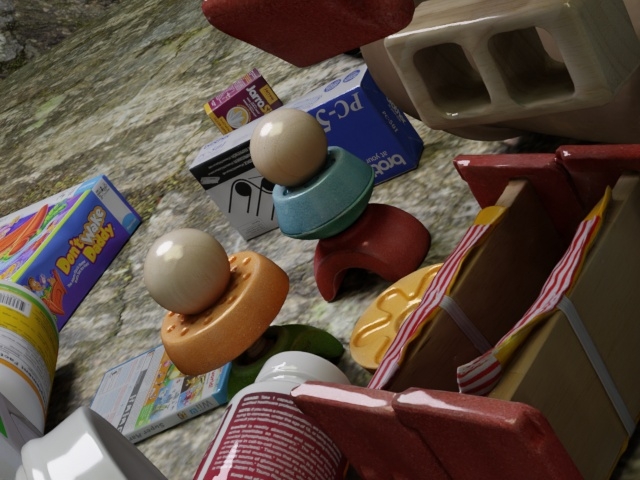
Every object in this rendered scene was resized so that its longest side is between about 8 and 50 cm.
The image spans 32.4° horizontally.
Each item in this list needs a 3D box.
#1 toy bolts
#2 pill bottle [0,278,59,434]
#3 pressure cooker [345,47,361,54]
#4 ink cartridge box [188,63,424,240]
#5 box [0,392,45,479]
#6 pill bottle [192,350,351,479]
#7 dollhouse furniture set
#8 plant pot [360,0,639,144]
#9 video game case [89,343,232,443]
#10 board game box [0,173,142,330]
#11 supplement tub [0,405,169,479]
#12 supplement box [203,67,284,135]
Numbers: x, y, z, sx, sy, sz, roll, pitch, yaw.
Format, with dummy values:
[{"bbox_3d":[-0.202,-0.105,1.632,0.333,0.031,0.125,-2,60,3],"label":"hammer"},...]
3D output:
[{"bbox_3d":[0.000,0.000,0.796,0.218,0.158,0.228,-21,28,33],"label":"toy bolts"},{"bbox_3d":[-0.317,0.144,1.003,0.136,0.136,0.245,-34,24,8],"label":"pill bottle"},{"bbox_3d":[0.081,-0.474,1.298,0.420,0.375,0.370,-44,25,-6],"label":"pressure cooker"},{"bbox_3d":[-0.016,-0.080,1.044,0.207,0.097,0.046,-22,27,31],"label":"ink cartridge box"},{"bbox_3d":[-0.238,0.226,0.622,0.262,0.231,0.127,-41,23,-10],"label":"box"},{"bbox_3d":[-0.029,0.142,0.668,0.086,0.086,0.152,-21,28,33],"label":"pill bottle"},{"bbox_3d":[0.052,-0.041,0.538,0.152,0.374,0.201,-2,40,47],"label":"dollhouse furniture set"},{"bbox_3d":[0.190,-0.167,0.783,0.263,0.263,0.229,-42,43,-10],"label":"plant pot"},{"bbox_3d":[-0.135,0.124,0.940,0.166,0.015,0.119,-27,25,23],"label":"video game case"},{"bbox_3d":[-0.408,0.061,1.361,0.347,0.078,0.233,-17,30,38],"label":"board game box"},{"bbox_3d":[-0.159,0.251,0.459,0.325,0.235,0.235,-41,24,-10],"label":"supplement tub"},{"bbox_3d":[-0.095,-0.166,1.371,0.083,0.055,0.043,-37,25,3],"label":"supplement box"}]
